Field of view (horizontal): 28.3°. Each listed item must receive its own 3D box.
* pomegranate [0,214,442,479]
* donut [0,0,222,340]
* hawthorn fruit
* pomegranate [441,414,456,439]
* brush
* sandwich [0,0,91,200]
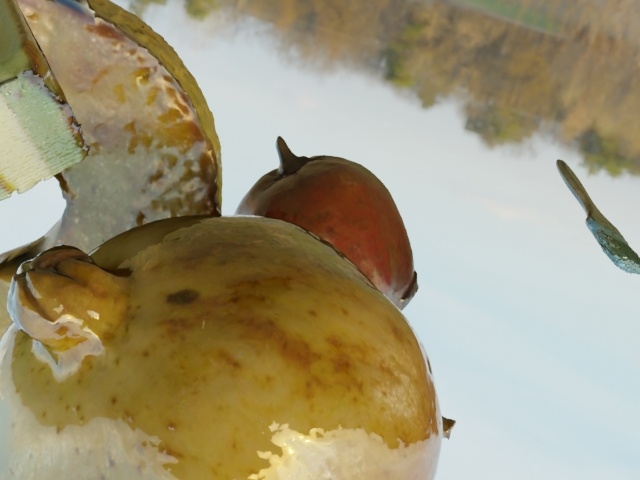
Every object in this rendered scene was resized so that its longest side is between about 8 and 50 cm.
[{"bbox_3d":[-0.104,0.138,1.022,0.410,0.410,0.410,17,-171,-3],"label":"pomegranate"},{"bbox_3d":[-0.263,-0.062,1.251,0.435,0.377,0.163,60,-162,-16],"label":"donut"},{"bbox_3d":[0.000,0.000,1.427,0.215,0.250,0.215,-15,-172,2],"label":"hawthorn fruit"},{"bbox_3d":[0.109,0.285,1.911,0.196,0.196,0.196,17,-171,-3],"label":"pomegranate"},{"bbox_3d":[0.337,-0.035,1.567,0.070,0.021,0.196,20,-146,-41],"label":"brush"},{"bbox_3d":[-0.196,-0.114,0.669,0.163,0.079,0.113,62,171,19],"label":"sandwich"}]
